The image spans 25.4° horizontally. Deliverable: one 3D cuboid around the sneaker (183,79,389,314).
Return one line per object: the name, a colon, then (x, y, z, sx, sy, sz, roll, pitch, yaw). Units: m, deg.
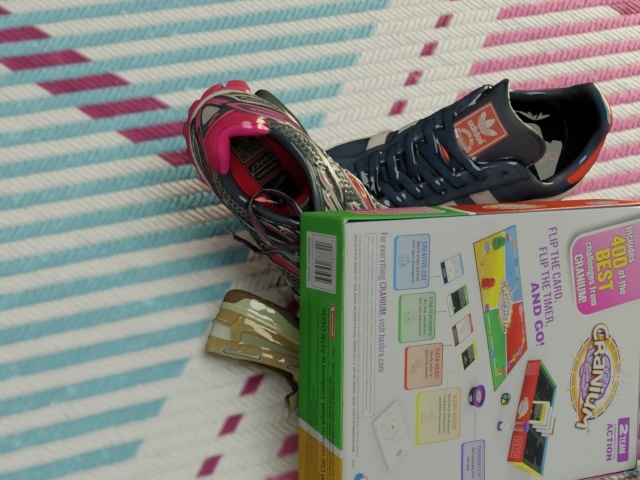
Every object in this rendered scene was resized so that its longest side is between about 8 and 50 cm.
sneaker: (0.000, 0.000, 1.174, 0.299, 0.112, 0.121, 43, 95, -16)

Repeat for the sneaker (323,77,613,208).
sneaker: (0.111, -0.073, 1.285, 0.350, 0.148, 0.131, -20, 75, -24)

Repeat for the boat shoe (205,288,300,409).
boat shoe: (-0.008, 0.113, 1.212, 0.190, 0.068, 0.072, 25, 75, 0)

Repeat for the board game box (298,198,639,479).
board game box: (0.131, 0.091, 1.171, 0.316, 0.064, 0.242, -3, 97, -33)

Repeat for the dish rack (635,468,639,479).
dish rack: (0.346, 0.292, 1.123, 0.285, 0.072, 0.333, 11, 65, 34)
